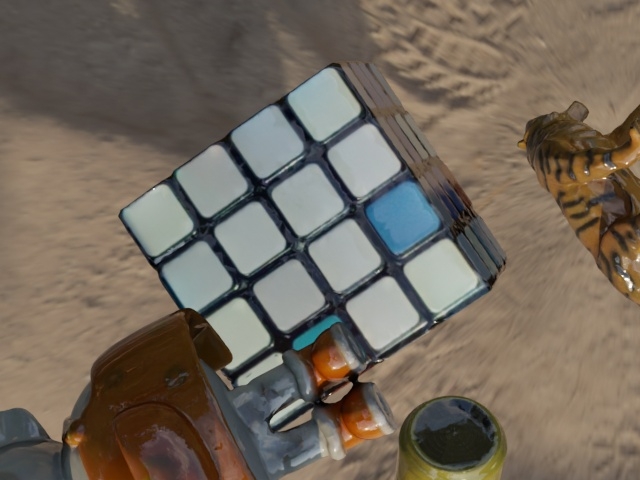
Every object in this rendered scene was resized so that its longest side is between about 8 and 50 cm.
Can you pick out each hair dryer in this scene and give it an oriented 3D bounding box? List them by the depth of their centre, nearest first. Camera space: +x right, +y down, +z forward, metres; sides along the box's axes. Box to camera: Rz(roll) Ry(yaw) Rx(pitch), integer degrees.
[{"bbox_3d":[0.021,0.227,1.510,0.278,0.135,0.090,-21,57,-18],"label":"hair dryer"}]

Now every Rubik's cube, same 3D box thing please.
[{"bbox_3d":[0.000,0.000,1.076,0.155,0.151,0.154,-35,88,11],"label":"Rubik's cube"}]

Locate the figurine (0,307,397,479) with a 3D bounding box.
[{"bbox_3d":[-0.094,0.125,0.873,0.271,0.143,0.143,-32,87,21],"label":"figurine"}]

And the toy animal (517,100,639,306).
[{"bbox_3d":[0.222,0.006,1.256,0.116,0.114,0.255,-38,72,34],"label":"toy animal"}]
